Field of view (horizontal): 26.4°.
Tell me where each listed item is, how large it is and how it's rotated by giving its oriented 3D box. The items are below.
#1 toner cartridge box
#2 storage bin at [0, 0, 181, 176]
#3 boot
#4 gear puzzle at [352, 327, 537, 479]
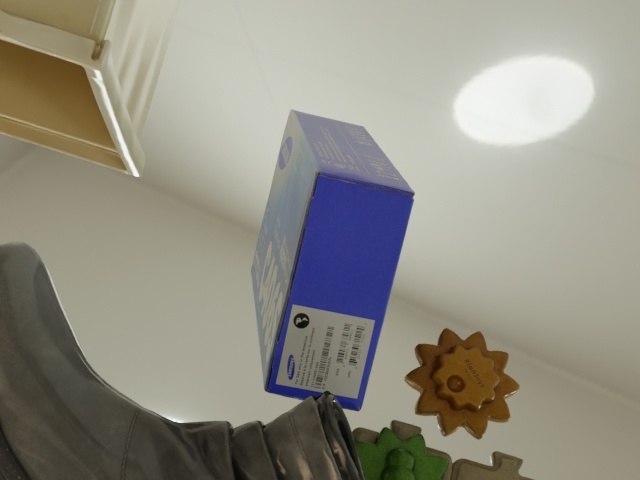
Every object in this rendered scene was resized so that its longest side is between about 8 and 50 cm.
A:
[{"bbox_3d":[0.000,0.000,1.109,0.075,0.165,0.348,13,-169,-7],"label":"toner cartridge box"},{"bbox_3d":[-0.192,-0.140,0.594,0.260,0.262,0.123,17,-96,-3],"label":"storage bin"},{"bbox_3d":[-0.087,0.133,0.880,0.223,0.338,0.118,-20,179,11],"label":"boot"},{"bbox_3d":[0.089,0.211,0.950,0.175,0.044,0.339,18,-119,-3],"label":"gear puzzle"}]
